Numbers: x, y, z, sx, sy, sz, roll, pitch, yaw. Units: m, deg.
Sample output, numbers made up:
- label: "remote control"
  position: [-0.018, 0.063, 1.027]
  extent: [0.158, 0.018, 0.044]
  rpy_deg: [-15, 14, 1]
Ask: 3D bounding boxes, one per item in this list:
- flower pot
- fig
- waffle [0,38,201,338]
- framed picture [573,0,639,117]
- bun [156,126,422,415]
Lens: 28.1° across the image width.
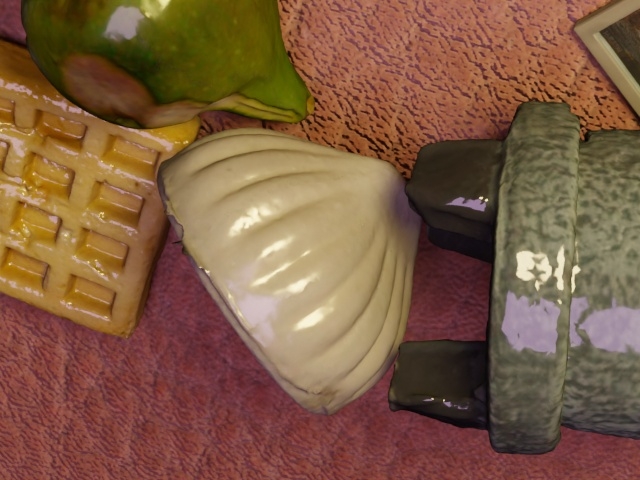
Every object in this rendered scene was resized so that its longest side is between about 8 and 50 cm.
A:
- label: "flower pot"
  position: [0.206, 0.046, 1.016]
  extent: [0.282, 0.299, 0.299]
  rpy_deg: [5, 120, 9]
- label: "fig"
  position: [-0.102, -0.174, 1.032]
  extent: [0.206, 0.206, 0.275]
  rpy_deg: [-34, 141, 26]
- label: "waffle"
  position: [-0.246, -0.044, 1.185]
  extent: [0.221, 0.055, 0.248]
  rpy_deg: [21, 121, 0]
- label: "framed picture"
  position: [0.347, -0.118, 1.021]
  extent: [0.184, 0.016, 0.250]
  rpy_deg: [-26, 113, 38]
- label: "bun"
  position: [0.000, 0.000, 1.065]
  extent: [0.175, 0.263, 0.263]
  rpy_deg: [-33, 110, 4]
